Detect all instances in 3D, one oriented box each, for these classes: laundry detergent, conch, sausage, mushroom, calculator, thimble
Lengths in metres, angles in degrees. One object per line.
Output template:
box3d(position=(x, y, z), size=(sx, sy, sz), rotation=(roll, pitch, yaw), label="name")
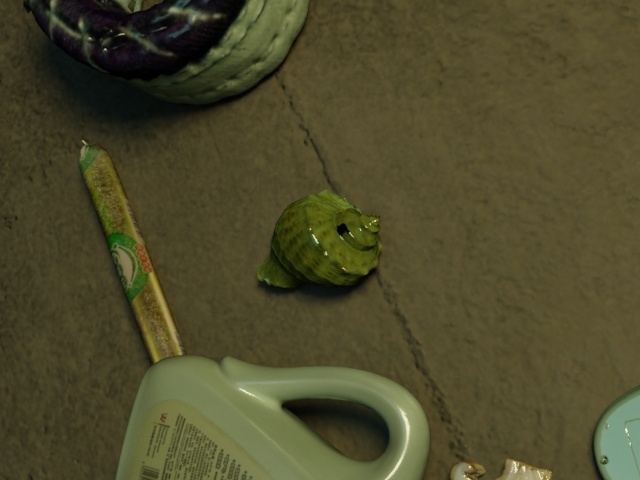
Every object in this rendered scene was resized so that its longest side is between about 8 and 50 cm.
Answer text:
box3d(position=(-0.010, 0.196, 0.669), size=(0.281, 0.105, 0.214), rotation=(6, 83, 25), label="laundry detergent")
box3d(position=(0.000, 0.000, 0.747), size=(0.121, 0.074, 0.089), rotation=(-24, 36, 34), label="conch")
box3d(position=(-0.166, 0.018, 0.820), size=(0.033, 0.033, 0.269), rotation=(-31, 68, 13), label="sausage")
box3d(position=(0.141, 0.182, 0.659), size=(0.101, 0.019, 0.049), rotation=(15, 84, 23), label="mushroom")
box3d(position=(0.260, 0.132, 0.619), size=(0.153, 0.021, 0.095), rotation=(-19, 71, 21), label="calculator")
box3d(position=(-0.136, -0.234, 0.806), size=(0.237, 0.150, 0.237), rotation=(-5, 77, 23), label="thimble")
